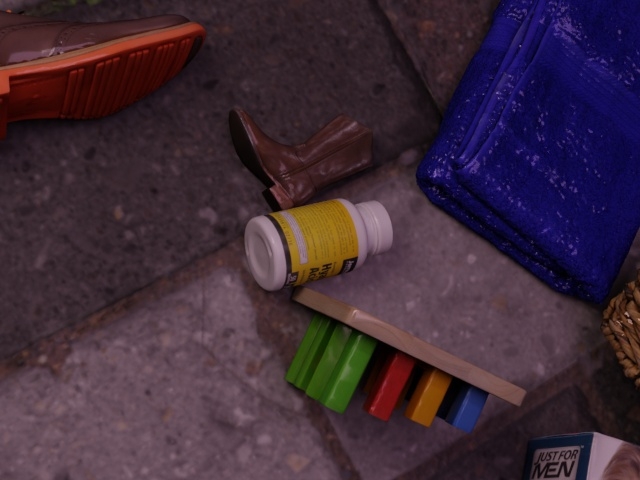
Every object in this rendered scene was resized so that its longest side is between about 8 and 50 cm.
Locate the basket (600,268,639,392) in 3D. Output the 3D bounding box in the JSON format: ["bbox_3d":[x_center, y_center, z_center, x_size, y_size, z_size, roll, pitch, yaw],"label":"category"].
[{"bbox_3d":[0.433,0.048,1.132,0.299,0.223,0.213,-4,53,-32],"label":"basket"}]

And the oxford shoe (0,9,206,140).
[{"bbox_3d":[-0.216,-0.150,1.001,0.271,0.097,0.098,-19,69,-34],"label":"oxford shoe"}]

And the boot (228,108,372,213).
[{"bbox_3d":[-0.013,-0.090,1.104,0.114,0.037,0.106,-33,106,-23],"label":"boot"}]

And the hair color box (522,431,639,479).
[{"bbox_3d":[0.248,0.354,1.084,0.174,0.105,0.347,19,71,-19],"label":"hair color box"}]

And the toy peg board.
[{"bbox_3d":[0.054,0.112,1.032,0.161,0.161,0.079,27,87,-17],"label":"toy peg board"}]

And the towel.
[{"bbox_3d":[0.242,-0.121,1.202,0.228,0.076,0.308,34,68,-13],"label":"towel"}]

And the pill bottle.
[{"bbox_3d":[0.000,0.000,1.075,0.116,0.065,0.065,-14,84,-25],"label":"pill bottle"}]
